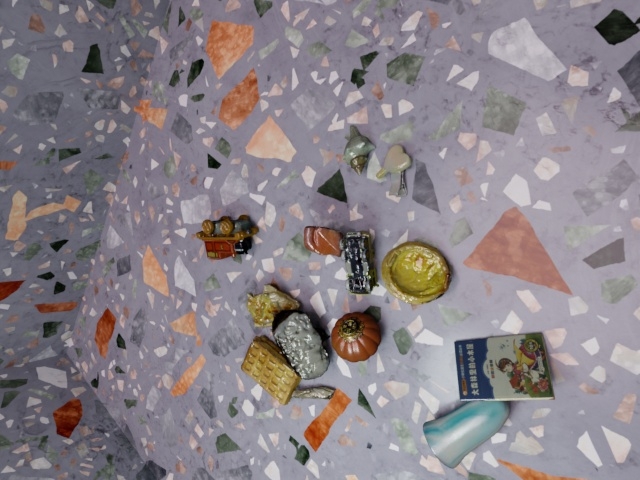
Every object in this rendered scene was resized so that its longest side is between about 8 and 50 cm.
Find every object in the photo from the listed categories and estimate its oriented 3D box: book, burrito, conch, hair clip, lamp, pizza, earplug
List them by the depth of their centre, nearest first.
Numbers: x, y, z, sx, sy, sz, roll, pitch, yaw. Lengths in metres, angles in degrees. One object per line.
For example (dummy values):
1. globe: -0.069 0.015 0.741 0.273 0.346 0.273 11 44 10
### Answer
1. book: 0.657 0.466 1.513 0.322 0.018 0.228 -16 55 32
2. earplug: 0.566 0.685 1.557 0.324 0.185 0.185 -47 68 19
3. hair clip: 0.311 -0.294 1.745 0.159 0.071 0.218 -1 87 35
4. lamp: 0.152 0.416 1.790 0.223 0.196 0.223 -13 50 16
5. conch: 0.166 -0.399 1.808 0.137 0.114 0.233 8 90 19
6. burrito: -0.030 0.743 1.998 0.230 0.058 0.063 -14 99 24
7. pizza: -0.264 0.338 2.079 0.323 0.089 0.223 -29 109 31

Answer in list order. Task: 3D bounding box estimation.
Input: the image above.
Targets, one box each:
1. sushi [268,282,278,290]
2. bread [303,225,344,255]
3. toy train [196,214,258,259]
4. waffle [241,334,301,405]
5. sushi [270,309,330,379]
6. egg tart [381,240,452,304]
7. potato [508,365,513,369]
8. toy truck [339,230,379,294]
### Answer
1. sushi: -0.245 0.276 2.131 0.060 0.061 0.118 -35 53 48
2. bread: 0.012 0.002 1.857 0.190 0.244 0.123 11 91 -4
3. toy train: -0.510 -0.014 2.231 0.369 0.163 0.231 0 105 33
4. waffle: -0.246 0.661 2.120 0.328 0.098 0.224 31 109 26
5. sushi: -0.084 0.475 1.944 0.348 0.234 0.207 64 164 -4
6. egg tart: 0.381 0.133 1.661 0.279 0.095 0.278 -3 66 8
7. potato: 0.698 0.487 1.520 0.083 0.062 0.068 -42 37 -1
8. toy truck: 0.177 0.088 1.794 0.124 0.157 0.272 -2 103 31
